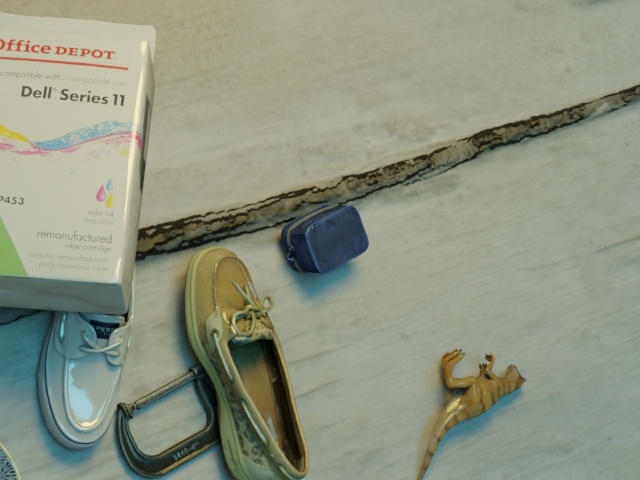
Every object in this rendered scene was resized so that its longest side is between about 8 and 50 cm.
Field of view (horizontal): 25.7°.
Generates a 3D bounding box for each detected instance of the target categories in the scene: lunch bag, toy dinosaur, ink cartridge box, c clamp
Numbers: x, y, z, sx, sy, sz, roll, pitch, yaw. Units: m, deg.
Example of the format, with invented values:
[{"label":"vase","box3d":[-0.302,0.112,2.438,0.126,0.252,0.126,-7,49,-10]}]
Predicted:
[{"label":"lunch bag","box3d":[0.000,0.000,1.707,0.098,0.065,0.067,-27,106,-31]},{"label":"toy dinosaur","box3d":[0.182,0.199,1.751,0.211,0.064,0.112,-32,94,-29]},{"label":"ink cartridge box","box3d":[-0.291,-0.109,1.507,0.207,0.119,0.353,4,70,-2]},{"label":"c clamp","box3d":[-0.171,0.188,1.600,0.160,0.022,0.137,-34,99,-31]}]

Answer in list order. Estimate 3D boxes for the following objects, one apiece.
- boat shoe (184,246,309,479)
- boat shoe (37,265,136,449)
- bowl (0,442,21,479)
[{"label":"boat shoe","box3d":[-0.076,0.140,1.607,0.104,0.089,0.285,-15,88,-45]},{"label":"boat shoe","box3d":[-0.253,0.098,1.540,0.095,0.084,0.258,7,74,-26]},{"label":"bowl","box3d":[-0.397,0.268,1.427,0.170,0.080,0.170,7,74,-26]}]
